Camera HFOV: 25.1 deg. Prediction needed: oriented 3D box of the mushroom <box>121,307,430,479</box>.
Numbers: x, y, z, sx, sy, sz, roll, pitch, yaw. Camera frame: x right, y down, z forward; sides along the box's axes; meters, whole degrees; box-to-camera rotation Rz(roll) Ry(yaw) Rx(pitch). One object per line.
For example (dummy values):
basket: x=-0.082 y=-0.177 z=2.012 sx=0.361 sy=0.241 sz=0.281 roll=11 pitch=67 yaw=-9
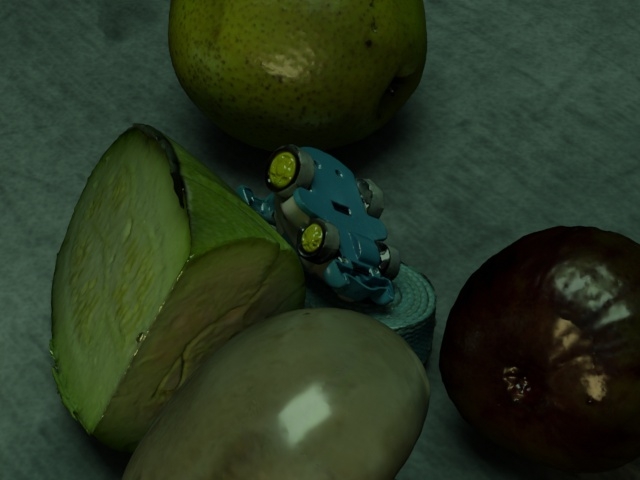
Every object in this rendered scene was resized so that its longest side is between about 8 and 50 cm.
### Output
mushroom: x=0.003 y=0.210 z=1.107 sx=0.290 sy=0.292 sz=0.292 roll=40 pitch=47 yaw=-6

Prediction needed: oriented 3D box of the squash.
squash: x=-0.177 y=0.010 z=1.322 sx=0.210 sy=0.233 sz=0.309 roll=6 pitch=30 yaw=-51

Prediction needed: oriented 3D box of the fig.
fig: x=0.258 y=0.088 z=1.283 sx=0.217 sy=0.217 sz=0.321 roll=30 pitch=23 yaw=32

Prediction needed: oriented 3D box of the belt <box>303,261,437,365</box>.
belt: x=0.030 y=0.069 z=1.352 sx=0.148 sy=0.082 sz=0.163 roll=-5 pitch=32 yaw=-17

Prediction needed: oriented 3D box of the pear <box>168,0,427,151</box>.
pear: x=-0.020 y=-0.228 z=1.559 sx=0.294 sy=0.294 sz=0.294 roll=-1 pitch=41 yaw=1

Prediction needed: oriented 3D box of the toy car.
toy car: x=0.000 y=0.000 z=1.315 sx=0.126 sy=0.098 sz=0.161 roll=18 pitch=45 yaw=-45
